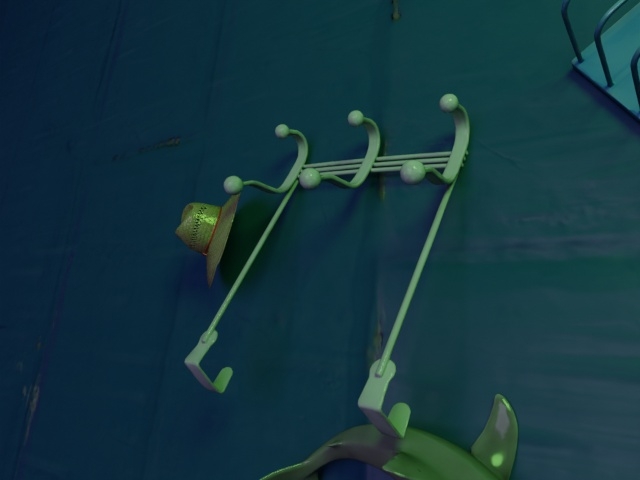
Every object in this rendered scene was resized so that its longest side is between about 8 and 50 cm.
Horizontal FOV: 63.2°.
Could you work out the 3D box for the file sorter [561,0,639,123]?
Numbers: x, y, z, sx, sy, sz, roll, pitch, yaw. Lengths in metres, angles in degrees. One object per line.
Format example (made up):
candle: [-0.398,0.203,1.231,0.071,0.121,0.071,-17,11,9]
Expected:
file sorter: [0.288,-0.153,0.393,0.118,0.104,0.170,-41,55,18]

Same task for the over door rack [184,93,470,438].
over door rack: [0.000,0.000,0.518,0.239,0.108,0.325,1,62,38]

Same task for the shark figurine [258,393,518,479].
shark figurine: [0.058,0.199,0.444,0.278,0.116,0.167,2,75,35]

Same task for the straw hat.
straw hat: [-0.146,-0.016,0.648,0.144,0.061,0.145,-163,90,-77]
